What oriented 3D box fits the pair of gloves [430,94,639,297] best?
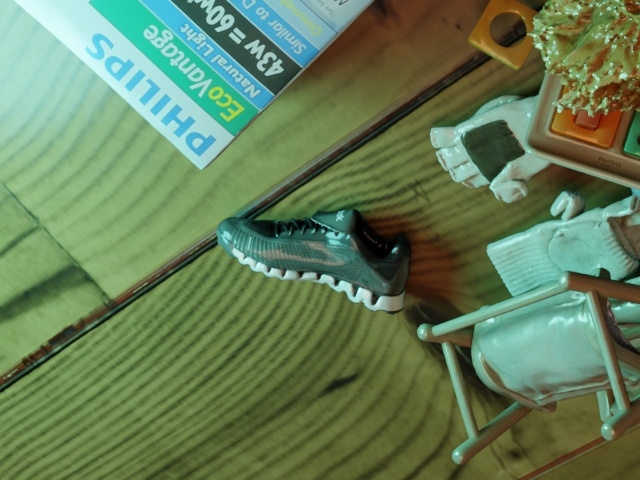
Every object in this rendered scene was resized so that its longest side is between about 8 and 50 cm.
[{"bbox_3d":[0.246,-0.047,1.511,0.204,0.042,0.240,-14,112,35],"label":"pair of gloves"}]

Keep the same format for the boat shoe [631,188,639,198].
[{"bbox_3d":[0.419,-0.010,1.496,0.094,0.109,0.302,-31,109,-11],"label":"boat shoe"}]

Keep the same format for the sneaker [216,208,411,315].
[{"bbox_3d":[0.000,0.000,1.603,0.234,0.078,0.106,19,117,-2],"label":"sneaker"}]

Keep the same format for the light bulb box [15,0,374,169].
[{"bbox_3d":[-0.108,-0.333,1.362,0.358,0.225,0.361,42,118,-10],"label":"light bulb box"}]

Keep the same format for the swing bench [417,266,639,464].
[{"bbox_3d":[0.289,0.120,1.469,0.253,0.255,0.165,-26,77,54],"label":"swing bench"}]

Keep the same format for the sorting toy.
[{"bbox_3d":[0.315,-0.153,1.399,0.348,0.047,0.196,18,83,4],"label":"sorting toy"}]

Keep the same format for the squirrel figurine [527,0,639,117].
[{"bbox_3d":[0.334,-0.283,1.182,0.281,0.370,0.396,12,113,7],"label":"squirrel figurine"}]
